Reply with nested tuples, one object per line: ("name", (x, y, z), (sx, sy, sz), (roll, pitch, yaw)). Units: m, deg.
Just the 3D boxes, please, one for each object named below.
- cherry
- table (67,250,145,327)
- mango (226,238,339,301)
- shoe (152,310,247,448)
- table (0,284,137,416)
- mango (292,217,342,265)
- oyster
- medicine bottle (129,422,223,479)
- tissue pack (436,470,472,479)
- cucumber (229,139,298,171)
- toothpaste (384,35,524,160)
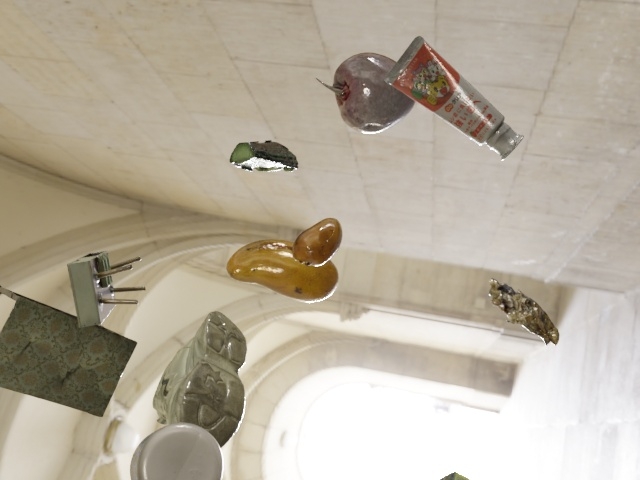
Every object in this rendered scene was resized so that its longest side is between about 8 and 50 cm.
("cherry", (0.135, -0.388, 1.768), (0.183, 0.266, 0.213), (112, 147, -74))
("table", (-0.418, 0.085, 1.337), (0.240, 0.111, 0.122), (-158, 59, -79))
("mango", (-0.091, 0.068, 1.719), (0.177, 0.295, 0.120), (-101, 32, -55))
("shoe", (-0.249, 0.314, 1.301), (0.210, 0.132, 0.342), (-46, 22, 25))
("table", (-0.730, 0.292, 1.790), (0.335, 0.272, 0.222), (32, -106, -35))
("mango", (0.000, 0.000, 1.292), (0.127, 0.077, 0.063), (-44, -13, -32))
("oyster", (0.354, 0.124, 1.151), (0.051, 0.148, 0.103), (-43, 12, 18))
("medicine bottle", (-0.199, 0.304, 0.898), (0.191, 0.107, 0.107), (137, 150, -64))
("tissue pack", (0.236, 0.616, 1.345), (0.185, 0.081, 0.257), (111, -177, -57))
("cucumber", (-0.153, -0.224, 1.759), (0.193, 0.115, 0.086), (-8, -84, -62))
("toothpaste", (0.219, -0.222, 1.074), (0.089, 0.234, 0.057), (-51, -4, 18))
